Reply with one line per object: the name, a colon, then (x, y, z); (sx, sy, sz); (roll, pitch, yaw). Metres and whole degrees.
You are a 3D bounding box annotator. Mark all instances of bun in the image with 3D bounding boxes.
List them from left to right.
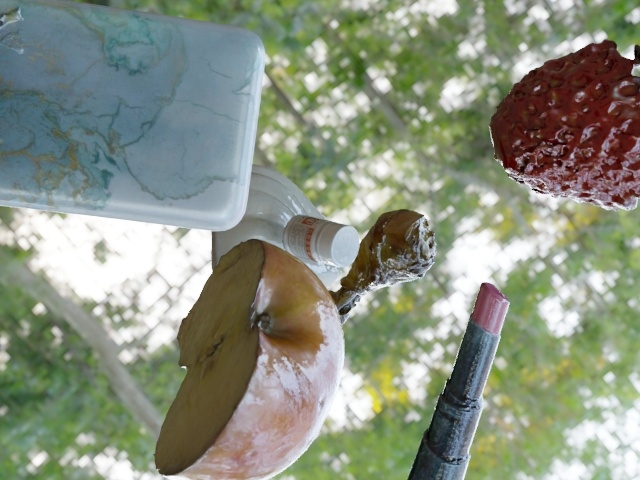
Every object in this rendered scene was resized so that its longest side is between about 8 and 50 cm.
bun: (-0.057, 0.018, 2.038); (0.175, 0.263, 0.263); (-2, -156, 1)

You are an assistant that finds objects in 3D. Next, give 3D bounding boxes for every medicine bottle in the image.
medicine bottle: (0.000, 0.000, 1.890); (0.089, 0.057, 0.057); (14, -127, 41)

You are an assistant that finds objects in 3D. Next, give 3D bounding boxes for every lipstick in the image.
lipstick: (0.130, 0.147, 1.378); (0.053, 0.053, 0.234); (-105, -153, -69)

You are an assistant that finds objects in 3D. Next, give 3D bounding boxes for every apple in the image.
apple: (-0.060, 0.155, 1.679); (0.251, 0.163, 0.293); (-40, -146, 47)

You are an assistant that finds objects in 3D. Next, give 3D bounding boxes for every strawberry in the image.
strawberry: (0.311, -0.134, 1.849); (0.178, 0.234, 0.234); (-13, -165, -13)

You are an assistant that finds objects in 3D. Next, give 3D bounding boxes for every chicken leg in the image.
chicken leg: (0.073, 0.045, 2.119); (0.251, 0.107, 0.087); (-42, -165, 31)

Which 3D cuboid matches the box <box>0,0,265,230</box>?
box: (-0.184, -0.091, 0.983); (0.044, 0.285, 0.142); (-158, -105, -78)
